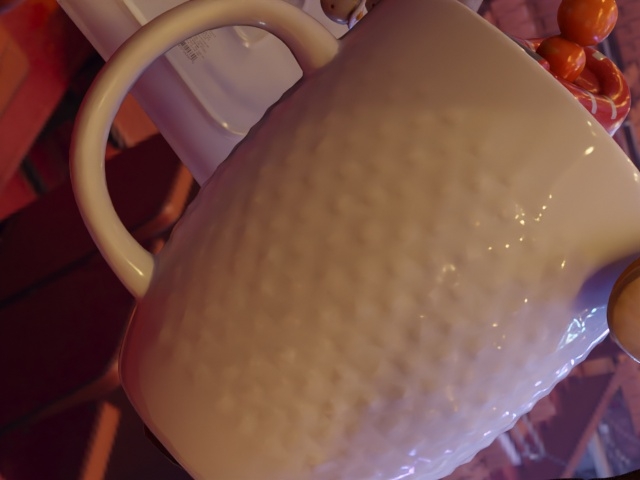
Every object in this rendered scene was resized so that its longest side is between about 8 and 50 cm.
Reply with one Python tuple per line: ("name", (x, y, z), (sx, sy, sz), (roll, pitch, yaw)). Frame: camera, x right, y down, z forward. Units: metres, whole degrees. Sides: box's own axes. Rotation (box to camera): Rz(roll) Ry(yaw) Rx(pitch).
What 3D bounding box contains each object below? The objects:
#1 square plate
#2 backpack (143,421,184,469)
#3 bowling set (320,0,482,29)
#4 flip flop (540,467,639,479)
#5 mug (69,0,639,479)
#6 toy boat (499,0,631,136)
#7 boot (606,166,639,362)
("square plate", (-0.079, -0.265, 1.244), (0.344, 0.049, 0.347), (-41, 99, -23))
("backpack", (-0.001, 0.108, 1.195), (0.273, 0.290, 0.355), (-124, -125, -71))
("bowling set", (0.019, -0.280, 1.086), (0.287, 0.200, 0.154), (-116, -147, -45))
("flip flop", (0.171, 0.147, 0.525), (0.112, 0.277, 0.080), (33, 51, -34))
("mug", (0.000, 0.000, 0.784), (0.374, 0.328, 0.276), (46, -1, -14))
("toy boat", (0.245, -0.187, 1.150), (0.151, 0.151, 0.231), (42, 22, 25))
("boot", (0.274, 0.001, 0.799), (0.211, 0.295, 0.104), (60, -43, 49))
